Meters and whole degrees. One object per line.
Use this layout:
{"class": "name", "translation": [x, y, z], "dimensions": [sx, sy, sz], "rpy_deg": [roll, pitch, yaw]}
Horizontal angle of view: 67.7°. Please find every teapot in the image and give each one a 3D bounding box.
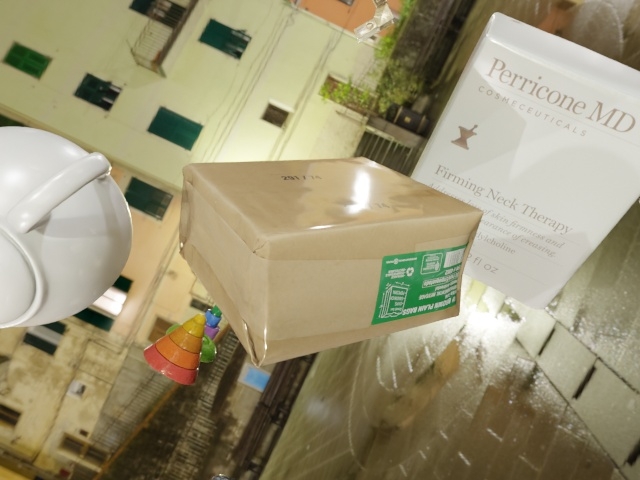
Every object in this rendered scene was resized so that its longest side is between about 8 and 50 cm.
{"class": "teapot", "translation": [-0.349, 0.003, 0.530], "dimensions": [0.187, 0.252, 0.256], "rpy_deg": [-80, 0, -62]}

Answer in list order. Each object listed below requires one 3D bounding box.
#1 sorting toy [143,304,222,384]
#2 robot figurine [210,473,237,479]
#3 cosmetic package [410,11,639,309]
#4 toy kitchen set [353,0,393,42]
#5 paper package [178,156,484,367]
{"class": "sorting toy", "translation": [-0.269, 0.196, 1.079], "dimensions": [0.126, 0.127, 0.365], "rpy_deg": [-57, 2, 2]}
{"class": "robot figurine", "translation": [-0.140, 0.411, 0.556], "dimensions": [0.173, 0.278, 0.209], "rpy_deg": [63, -134, -80]}
{"class": "cosmetic package", "translation": [0.374, -0.160, 0.907], "dimensions": [0.327, 0.329, 0.394], "rpy_deg": [-55, -11, -54]}
{"class": "toy kitchen set", "translation": [0.082, -0.422, 0.862], "dimensions": [0.075, 0.083, 0.068], "rpy_deg": [-27, 1, 11]}
{"class": "paper package", "translation": [0.000, 0.000, 0.680], "dimensions": [0.309, 0.324, 0.168], "rpy_deg": [39, 128, 51]}
